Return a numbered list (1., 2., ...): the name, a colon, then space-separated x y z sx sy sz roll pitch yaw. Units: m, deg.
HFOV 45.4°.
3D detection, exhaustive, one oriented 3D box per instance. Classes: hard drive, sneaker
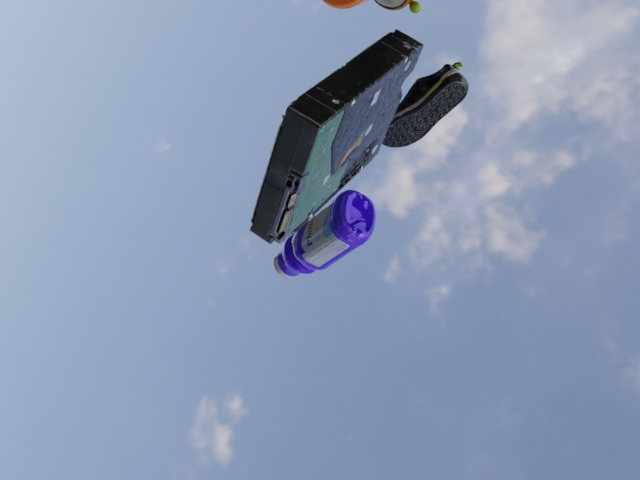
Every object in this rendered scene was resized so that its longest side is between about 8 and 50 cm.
1. hard drive: 0.027 -0.163 1.169 0.064 0.339 0.236 32 -46 11
2. sneaker: 0.213 -0.289 1.629 0.235 0.084 0.097 -34 -138 18

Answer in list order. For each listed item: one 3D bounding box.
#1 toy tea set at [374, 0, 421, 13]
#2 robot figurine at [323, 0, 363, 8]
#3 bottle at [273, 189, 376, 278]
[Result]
1. toy tea set: 0.052 -0.509 1.256 0.336 0.200 0.124 30 -129 26
2. robot figurine: 0.062 -0.537 1.548 0.158 0.128 0.219 -41 -174 27
3. bottle: 0.000 0.000 1.594 0.283 0.092 0.118 -35 -144 48
